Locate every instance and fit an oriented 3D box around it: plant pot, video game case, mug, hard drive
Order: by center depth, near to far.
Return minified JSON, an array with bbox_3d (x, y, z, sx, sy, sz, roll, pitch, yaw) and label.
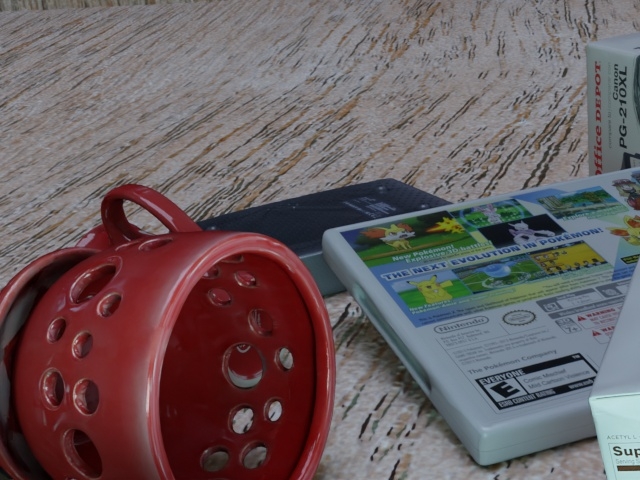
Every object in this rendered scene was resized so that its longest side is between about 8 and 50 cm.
[{"bbox_3d":[-0.108,0.090,0.825,0.174,0.191,0.191,-1,18,37],"label":"plant pot"},{"bbox_3d":[0.206,0.042,1.018,0.329,0.036,0.300,-12,32,-17],"label":"video game case"},{"bbox_3d":[-0.122,0.044,1.031,0.169,0.150,0.113,15,61,35],"label":"mug"},{"bbox_3d":[0.000,0.000,1.245,0.254,0.054,0.172,-14,21,-25],"label":"hard drive"}]

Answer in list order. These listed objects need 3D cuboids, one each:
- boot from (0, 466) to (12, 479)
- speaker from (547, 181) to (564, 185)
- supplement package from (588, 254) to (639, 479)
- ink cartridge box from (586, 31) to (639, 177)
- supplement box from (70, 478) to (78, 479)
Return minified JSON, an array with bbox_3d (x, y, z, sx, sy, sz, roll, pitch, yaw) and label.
[{"bbox_3d":[-0.312,0.127,0.942,0.263,0.091,0.229,-12,14,-31],"label":"boot"},{"bbox_3d":[0.224,-0.012,1.220,0.055,0.055,0.136,0,20,15],"label":"speaker"},{"bbox_3d":[0.228,0.115,0.593,0.149,0.203,0.194,-8,16,24],"label":"supplement package"},{"bbox_3d":[0.369,-0.105,1.271,0.100,0.172,0.237,-12,20,-20],"label":"ink cartridge box"},{"bbox_3d":[-0.022,0.194,0.575,0.239,0.130,0.073,3,21,25],"label":"supplement box"}]
